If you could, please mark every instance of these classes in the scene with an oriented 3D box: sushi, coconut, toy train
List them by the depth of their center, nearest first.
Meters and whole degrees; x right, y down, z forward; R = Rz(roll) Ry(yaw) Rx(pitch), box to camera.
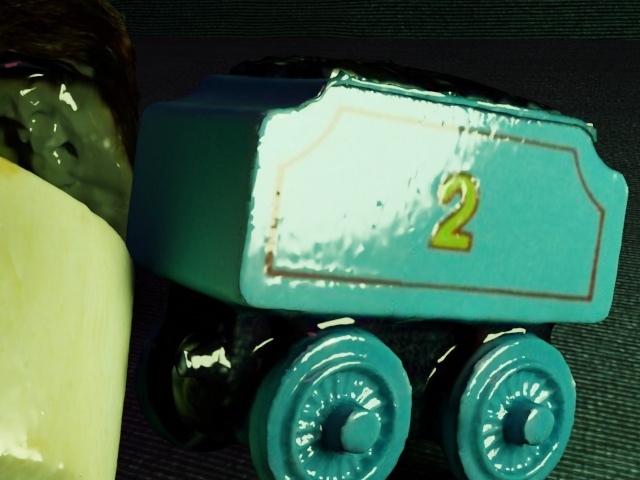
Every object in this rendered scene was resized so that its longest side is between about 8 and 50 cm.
[{"bbox_3d":[-0.254,0.070,0.685,0.323,0.323,0.323,-5,16,2],"label":"coconut"},{"bbox_3d":[0.029,0.021,0.786,0.300,0.265,0.188,5,5,-36],"label":"toy train"},{"bbox_3d":[-0.313,-0.091,1.246,0.281,0.299,0.294,14,28,-20],"label":"sushi"}]
